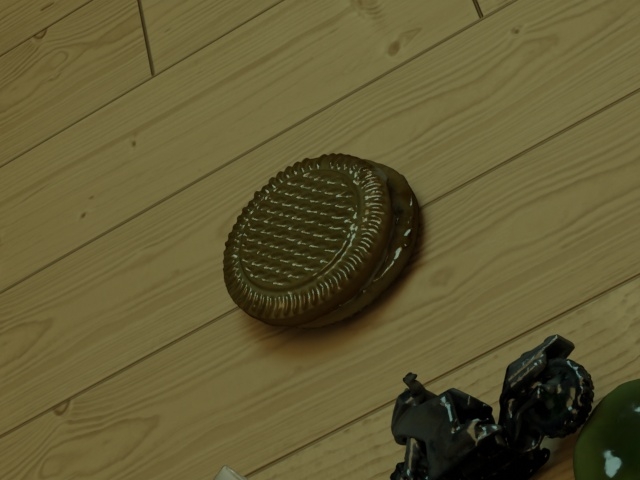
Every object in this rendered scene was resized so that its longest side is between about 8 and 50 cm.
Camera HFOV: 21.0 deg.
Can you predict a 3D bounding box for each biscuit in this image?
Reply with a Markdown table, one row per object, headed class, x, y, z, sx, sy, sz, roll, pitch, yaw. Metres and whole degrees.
| class | x | y | z | sx | sy | sz | roll | pitch | yaw |
| --- | --- | --- | --- | --- | --- | --- | --- | --- | --- |
| biscuit | 0.000 | 0.000 | 2.132 | 0.259 | 0.079 | 0.259 | -20 | 47 | 23 |

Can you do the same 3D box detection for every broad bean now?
| class | x | y | z | sx | sy | sz | roll | pitch | yaw |
| --- | --- | --- | --- | --- | --- | --- | --- | --- | --- |
| broad bean | 0.333 | 0.234 | 1.710 | 0.169 | 0.100 | 0.228 | -11 | 40 | 20 |

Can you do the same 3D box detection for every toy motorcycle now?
| class | x | y | z | sx | sy | sz | roll | pitch | yaw |
| --- | --- | --- | --- | --- | --- | --- | --- | --- | --- |
| toy motorcycle | 0.169 | 0.188 | 1.839 | 0.270 | 0.106 | 0.159 | -39 | 46 | 24 |

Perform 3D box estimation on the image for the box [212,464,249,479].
| class | x | y | z | sx | sy | sz | roll | pitch | yaw |
| --- | --- | --- | --- | --- | --- | --- | --- | --- | --- |
| box | -0.100 | 0.395 | 1.807 | 0.260 | 0.194 | 0.111 | -52 | 41 | -6 |
